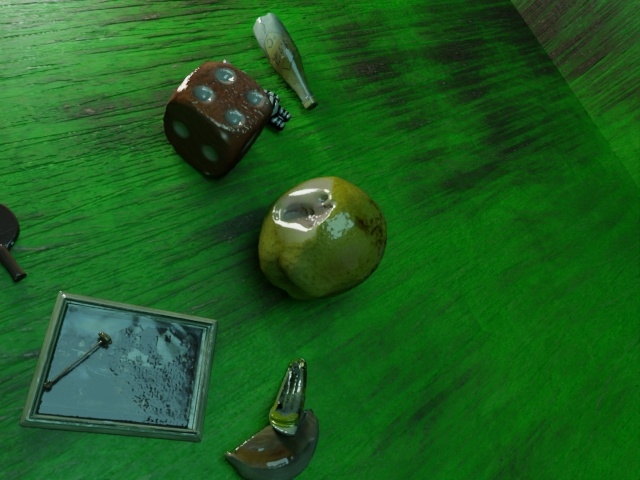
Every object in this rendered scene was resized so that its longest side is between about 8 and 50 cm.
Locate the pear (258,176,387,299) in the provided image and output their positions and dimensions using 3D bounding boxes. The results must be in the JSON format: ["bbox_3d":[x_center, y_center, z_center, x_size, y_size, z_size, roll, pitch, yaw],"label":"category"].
[{"bbox_3d":[0.000,0.000,1.059,0.271,0.271,0.270,12,62,-24],"label":"pear"}]

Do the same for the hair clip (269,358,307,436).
[{"bbox_3d":[-0.059,0.301,0.984,0.060,0.033,0.188,5,31,7],"label":"hair clip"}]

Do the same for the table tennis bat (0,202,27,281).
[{"bbox_3d":[-0.546,-0.021,0.842,0.108,0.119,0.169,-37,86,-36],"label":"table tennis bat"}]

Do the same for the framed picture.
[{"bbox_3d":[-0.336,0.224,0.905,0.297,0.019,0.232,15,61,-23],"label":"framed picture"}]

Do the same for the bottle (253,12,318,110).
[{"bbox_3d":[-0.086,-0.462,1.336,0.083,0.083,0.269,-25,85,-35],"label":"bottle"}]

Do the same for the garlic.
[{"bbox_3d":[-0.068,0.387,0.940,0.196,0.087,0.101,-21,64,-33],"label":"garlic"}]

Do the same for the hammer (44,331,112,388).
[{"bbox_3d":[-0.406,0.200,0.855,0.029,0.014,0.123,42,54,5],"label":"hammer"}]

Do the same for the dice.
[{"bbox_3d":[-0.224,-0.261,1.103,0.179,0.175,0.173,39,55,-9],"label":"dice"}]

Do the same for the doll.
[{"bbox_3d":[-0.172,-0.350,1.242,0.219,0.067,0.091,34,75,-9],"label":"doll"}]
